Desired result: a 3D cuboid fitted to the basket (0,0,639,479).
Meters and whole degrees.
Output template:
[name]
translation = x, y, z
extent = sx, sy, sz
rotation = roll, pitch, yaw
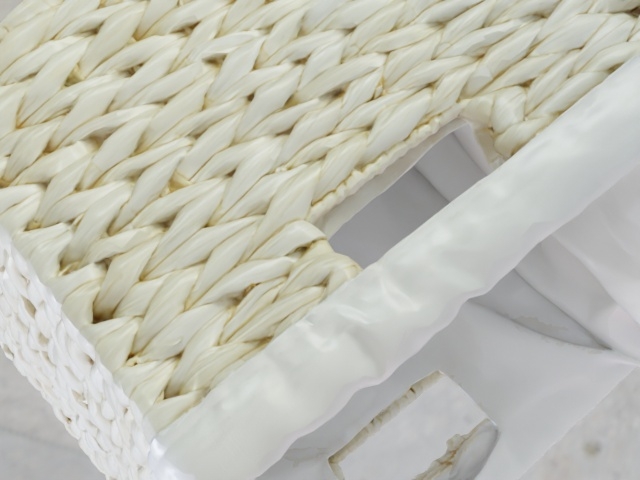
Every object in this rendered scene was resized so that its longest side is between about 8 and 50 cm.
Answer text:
[basket]
translation = 0.000, 0.000, 0.885
extent = 0.328, 0.331, 0.266
rotation = -38, 69, -16
